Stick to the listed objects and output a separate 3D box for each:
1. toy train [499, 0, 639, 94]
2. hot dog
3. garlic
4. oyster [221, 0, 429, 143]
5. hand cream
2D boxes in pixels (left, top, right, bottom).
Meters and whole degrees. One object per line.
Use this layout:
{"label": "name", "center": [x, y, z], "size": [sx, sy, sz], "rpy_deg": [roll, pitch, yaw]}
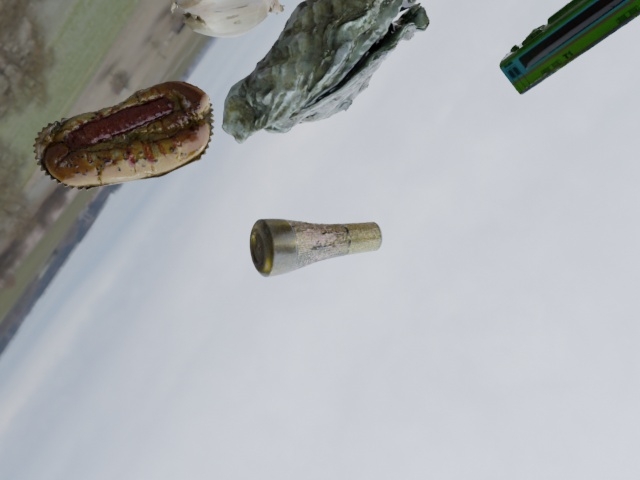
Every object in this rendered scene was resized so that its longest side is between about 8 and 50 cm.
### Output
{"label": "toy train", "center": [0.246, -0.203, 0.649], "size": [0.209, 0.042, 0.044], "rpy_deg": [-34, -169, 43]}
{"label": "hot dog", "center": [-0.266, -0.142, 1.058], "size": [0.253, 0.131, 0.069], "rpy_deg": [-21, 166, -15]}
{"label": "garlic", "center": [-0.191, -0.479, 1.436], "size": [0.203, 0.184, 0.281], "rpy_deg": [-15, -158, 9]}
{"label": "oyster", "center": [0.013, -0.211, 0.845], "size": [0.198, 0.112, 0.268], "rpy_deg": [-42, -179, 43]}
{"label": "hand cream", "center": [0.000, 0.000, 1.117], "size": [0.084, 0.203, 0.084], "rpy_deg": [27, -60, 59]}
